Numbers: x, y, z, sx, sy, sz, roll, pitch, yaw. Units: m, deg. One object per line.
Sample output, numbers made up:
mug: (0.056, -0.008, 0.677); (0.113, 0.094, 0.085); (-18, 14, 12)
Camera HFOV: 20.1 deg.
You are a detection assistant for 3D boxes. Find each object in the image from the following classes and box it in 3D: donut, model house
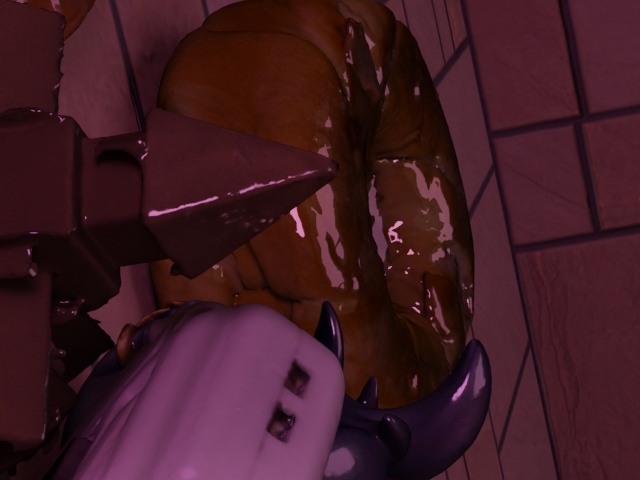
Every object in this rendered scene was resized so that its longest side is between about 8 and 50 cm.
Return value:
donut: (0.000, 0.000, 1.266); (0.360, 0.170, 0.360); (-8, 90, -70)
model house: (-0.107, 0.005, 0.669); (0.176, 0.248, 0.181); (58, 28, -58)

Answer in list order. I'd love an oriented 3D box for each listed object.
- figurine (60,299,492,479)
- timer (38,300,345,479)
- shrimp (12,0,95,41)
figurine: (-0.032, 0.124, 0.908); (0.175, 0.265, 0.197); (5, 75, -36)
timer: (-0.094, 0.146, 0.691); (0.087, 0.262, 0.237); (35, 25, -5)
shrimp: (-0.165, -0.206, 1.020); (0.133, 0.053, 0.236); (44, 38, -34)
